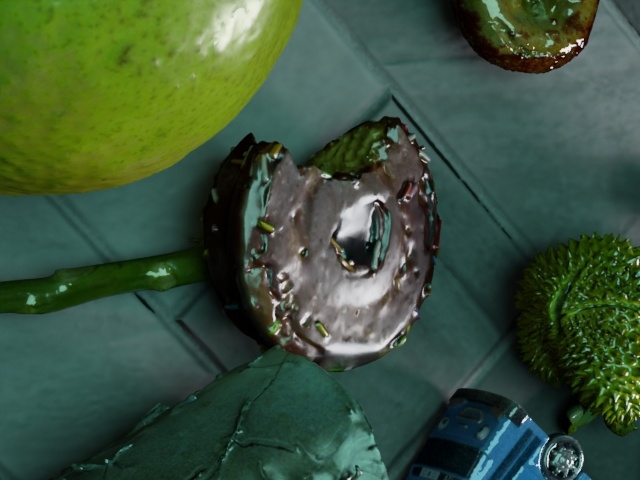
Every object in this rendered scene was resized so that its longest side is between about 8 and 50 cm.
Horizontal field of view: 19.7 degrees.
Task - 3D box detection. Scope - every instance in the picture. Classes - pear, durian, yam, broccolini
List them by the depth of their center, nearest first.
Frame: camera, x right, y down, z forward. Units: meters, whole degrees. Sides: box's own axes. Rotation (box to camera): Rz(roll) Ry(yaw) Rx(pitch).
[{"bbox_3d":[-0.212,-0.203,1.341,0.391,0.391,0.391,1,88,-25],"label":"pear"},{"bbox_3d":[-0.122,0.260,1.431,0.348,0.241,0.241,-28,100,-18],"label":"yam"},{"bbox_3d":[-0.256,0.031,1.476,0.392,0.079,0.074,-10,82,-32],"label":"broccolini"},{"bbox_3d":[0.263,0.083,1.649,0.146,0.159,0.198,-40,105,-15],"label":"durian"}]

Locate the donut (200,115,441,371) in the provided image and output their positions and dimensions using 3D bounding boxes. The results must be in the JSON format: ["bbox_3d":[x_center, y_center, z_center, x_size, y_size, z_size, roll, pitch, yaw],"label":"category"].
[{"bbox_3d":[-0.001,0.001,1.550,0.230,0.096,0.216,-27,112,-38],"label":"donut"}]

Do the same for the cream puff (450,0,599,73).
[{"bbox_3d":[0.179,-0.221,1.660,0.149,0.084,0.149,3,83,-24],"label":"cream puff"}]

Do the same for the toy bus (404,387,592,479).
[{"bbox_3d":[0.189,0.247,1.635,0.234,0.116,0.133,44,75,-19],"label":"toy bus"}]
